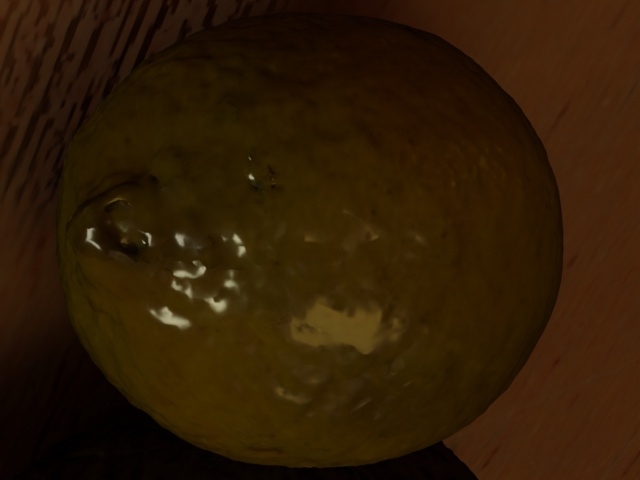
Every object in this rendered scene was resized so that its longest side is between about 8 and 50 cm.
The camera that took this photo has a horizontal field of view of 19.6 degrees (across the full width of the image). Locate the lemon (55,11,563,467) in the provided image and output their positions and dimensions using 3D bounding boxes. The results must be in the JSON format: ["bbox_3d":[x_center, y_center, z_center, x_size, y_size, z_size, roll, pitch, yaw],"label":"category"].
[{"bbox_3d":[0.000,0.000,0.755,0.256,0.188,0.188,3,128,-44],"label":"lemon"}]

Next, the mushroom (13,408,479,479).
[{"bbox_3d":[-0.041,0.148,0.864,0.253,0.153,0.253,-6,177,0],"label":"mushroom"}]
